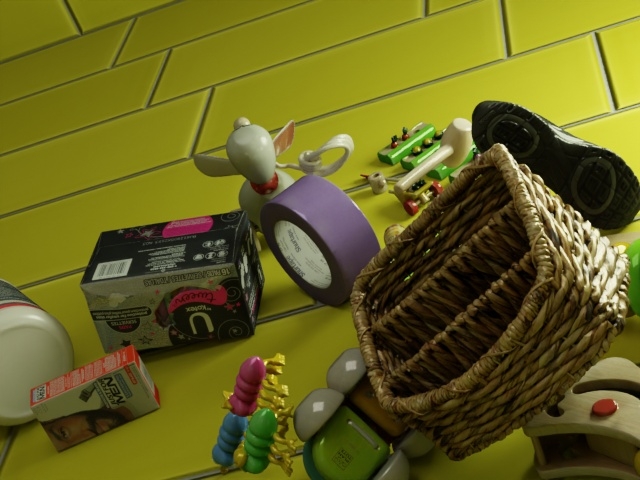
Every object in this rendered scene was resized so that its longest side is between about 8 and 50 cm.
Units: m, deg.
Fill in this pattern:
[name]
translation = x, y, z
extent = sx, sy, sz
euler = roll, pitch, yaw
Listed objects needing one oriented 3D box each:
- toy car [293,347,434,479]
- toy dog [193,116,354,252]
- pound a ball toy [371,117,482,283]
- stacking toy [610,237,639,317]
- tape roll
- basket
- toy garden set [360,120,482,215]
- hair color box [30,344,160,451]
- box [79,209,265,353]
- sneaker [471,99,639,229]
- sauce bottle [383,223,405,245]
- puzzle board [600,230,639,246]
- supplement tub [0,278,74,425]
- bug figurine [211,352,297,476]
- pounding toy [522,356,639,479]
[toy car]
translation = 0.045, 0.236, 1.614
extent = 0.182, 0.159, 0.136
euler = -48, 2, -37
[toy dog]
translation = -0.094, -0.117, 2.121
extent = 0.220, 0.334, 0.161
euler = -12, 62, -21
[pound a ball toy]
translation = 0.180, -0.006, 1.868
extent = 0.208, 0.136, 0.319
euler = 33, 55, 19
[stacking toy]
translation = 0.409, 0.044, 1.660
extent = 0.330, 0.141, 0.141
euler = -5, 34, 38
[tape roll]
translation = 0.000, 0.000, 1.970
extent = 0.080, 0.189, 0.189
euler = -39, 32, -25
[basket]
translation = 0.174, 0.084, 1.500
extent = 0.299, 0.223, 0.213
euler = -44, 11, 33
[toy garden set]
translation = 0.168, -0.135, 2.216
extent = 0.203, 0.049, 0.244
euler = -36, 31, -21
[hair color box]
translation = -0.332, 0.233, 1.927
extent = 0.167, 0.093, 0.053
euler = -24, 28, 2
[box]
translation = -0.226, 0.068, 2.045
extent = 0.247, 0.142, 0.163
euler = -9, 31, 10
[sneaker]
translation = 0.337, -0.121, 1.862
extent = 0.109, 0.286, 0.130
euler = -53, 13, 13
[sauce bottle]
translation = 0.125, 0.019, 1.997
extent = 0.042, 0.042, 0.128
euler = -22, 27, 3
[puzzle board]
translation = 0.420, 0.021, 1.806
extent = 0.128, 0.011, 0.096
euler = -9, 33, 27
[supplement tub]
translation = -0.526, 0.165, 2.083
extent = 0.191, 0.191, 0.272
euler = -35, 31, -20
[bug figurine]
translation = -0.092, 0.261, 1.606
extent = 0.072, 0.216, 0.279
euler = 12, 25, -13
[pounding toy]
translation = 0.308, 0.183, 1.466
extent = 0.154, 0.155, 0.269
euler = -31, 27, -19
